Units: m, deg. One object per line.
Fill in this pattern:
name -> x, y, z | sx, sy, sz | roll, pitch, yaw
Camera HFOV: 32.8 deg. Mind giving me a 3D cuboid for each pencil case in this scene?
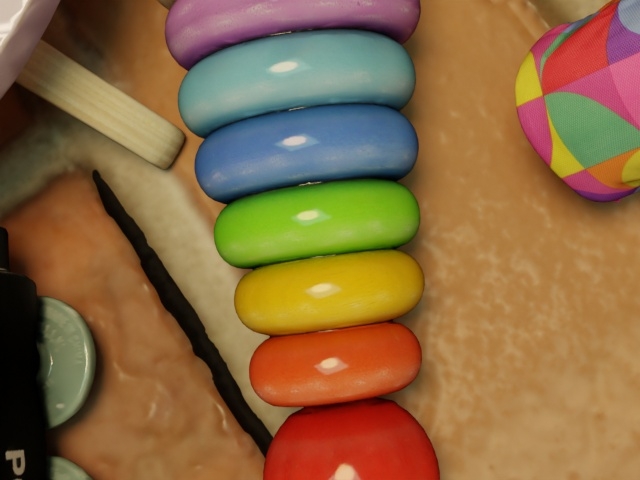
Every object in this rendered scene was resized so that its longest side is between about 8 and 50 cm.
pencil case -> 0.197, -0.088, 0.479 | 0.104, 0.236, 0.104 | 9, 73, -32

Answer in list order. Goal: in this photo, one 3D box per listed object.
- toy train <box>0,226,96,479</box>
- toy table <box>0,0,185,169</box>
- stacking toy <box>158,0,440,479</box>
toy train -> -0.218, 0.158, 0.563 | 0.190, 0.142, 0.334 | -9, 81, 17
toy table -> -0.197, -0.125, 0.579 | 0.252, 0.161, 0.274 | 42, 91, 11
stacking toy -> 0.000, 0.000, 0.551 | 0.141, 0.141, 0.330 | -9, 85, 8
